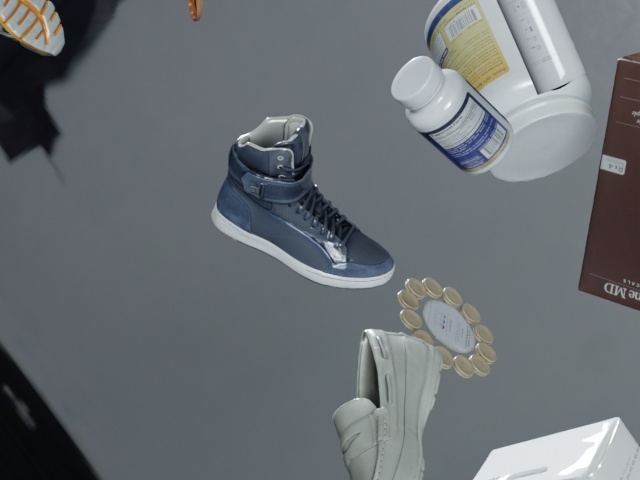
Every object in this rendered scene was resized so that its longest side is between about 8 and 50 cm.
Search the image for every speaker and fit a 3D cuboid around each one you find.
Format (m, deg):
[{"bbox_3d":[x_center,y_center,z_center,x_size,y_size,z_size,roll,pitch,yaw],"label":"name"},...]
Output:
[{"bbox_3d":[0.224,-0.221,1.101,0.055,0.136,0.055,-25,4,2],"label":"speaker"}]

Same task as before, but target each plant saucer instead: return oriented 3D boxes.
[{"bbox_3d":[-0.209,-0.407,1.770,0.013,0.083,0.083,-10,-11,-15],"label":"plant saucer"}]

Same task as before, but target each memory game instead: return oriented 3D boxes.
[{"bbox_3d":[0.190,0.130,1.595,0.012,0.186,0.186,-49,-9,33],"label":"memory game"}]

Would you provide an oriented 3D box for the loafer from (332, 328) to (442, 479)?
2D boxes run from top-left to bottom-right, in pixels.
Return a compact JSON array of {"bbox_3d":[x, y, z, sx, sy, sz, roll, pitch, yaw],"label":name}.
[{"bbox_3d":[0.063,0.234,1.244,0.319,0.111,0.112,-73,8,-49],"label":"loafer"}]

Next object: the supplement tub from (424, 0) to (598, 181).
[{"bbox_3d":[0.331,-0.282,1.841,0.228,0.316,0.228,-13,-29,-7],"label":"supplement tub"}]

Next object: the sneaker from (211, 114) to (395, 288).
[{"bbox_3d":[-0.006,-0.045,1.200,0.086,0.226,0.163,-62,-7,-51],"label":"sneaker"}]

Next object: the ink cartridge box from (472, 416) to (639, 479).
[{"bbox_3d":[0.324,0.361,1.241,0.198,0.273,0.115,-27,12,42],"label":"ink cartridge box"}]

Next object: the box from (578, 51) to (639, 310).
[{"bbox_3d":[0.532,-0.083,1.622,0.143,0.191,0.381,-19,-60,-45],"label":"box"}]

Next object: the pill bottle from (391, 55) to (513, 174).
[{"bbox_3d":[0.173,-0.169,1.419,0.094,0.169,0.094,-31,40,30],"label":"pill bottle"}]

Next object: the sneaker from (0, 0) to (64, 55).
[{"bbox_3d":[-0.471,-0.340,1.551,0.083,0.215,0.084,-33,25,53],"label":"sneaker"}]
